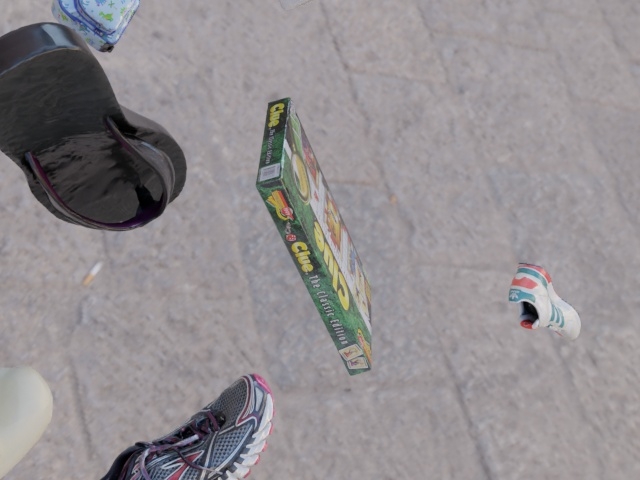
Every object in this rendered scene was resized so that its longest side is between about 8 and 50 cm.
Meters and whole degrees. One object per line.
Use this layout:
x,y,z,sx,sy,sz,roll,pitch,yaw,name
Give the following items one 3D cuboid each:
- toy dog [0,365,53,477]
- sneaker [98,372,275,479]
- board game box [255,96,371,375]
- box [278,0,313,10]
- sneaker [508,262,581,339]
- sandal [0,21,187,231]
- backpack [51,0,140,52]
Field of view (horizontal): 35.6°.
-0.535,0.241,1.014,0.285,0.395,0.408,38,5,4,toy dog
-0.180,0.279,1.258,0.112,0.299,0.121,47,-2,-28,sneaker
0.000,0.000,0.990,0.136,0.030,0.259,-84,156,-48,board game box
0.014,-0.223,0.663,0.087,0.102,0.101,60,42,-22,box
0.311,0.105,1.411,0.161,0.057,0.075,50,61,-34,sneaker
-0.248,-0.079,1.088,0.107,0.168,0.446,58,0,17,sandal
-0.342,-0.360,1.512,0.114,0.084,0.105,32,67,-16,backpack
